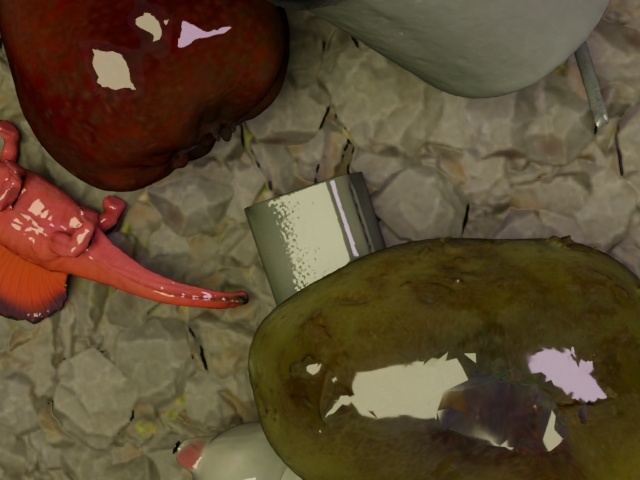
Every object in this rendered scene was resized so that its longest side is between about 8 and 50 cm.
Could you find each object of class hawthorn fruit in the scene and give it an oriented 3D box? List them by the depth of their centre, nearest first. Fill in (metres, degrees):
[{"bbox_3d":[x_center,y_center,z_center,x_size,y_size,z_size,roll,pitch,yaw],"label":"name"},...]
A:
[{"bbox_3d":[-0.146,-0.166,1.283,0.208,0.208,0.248,-38,93,14],"label":"hawthorn fruit"}]

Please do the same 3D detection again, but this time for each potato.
[{"bbox_3d":[0.104,0.099,1.221,0.307,0.173,0.210,3,96,-2],"label":"potato"}]

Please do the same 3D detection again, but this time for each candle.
[{"bbox_3d":[0.073,-0.223,1.193,0.221,0.342,0.221,-17,62,36],"label":"candle"}]

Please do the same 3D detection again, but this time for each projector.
[{"bbox_3d":[0.000,0.000,1.323,0.083,0.083,0.082,-18,90,15],"label":"projector"}]

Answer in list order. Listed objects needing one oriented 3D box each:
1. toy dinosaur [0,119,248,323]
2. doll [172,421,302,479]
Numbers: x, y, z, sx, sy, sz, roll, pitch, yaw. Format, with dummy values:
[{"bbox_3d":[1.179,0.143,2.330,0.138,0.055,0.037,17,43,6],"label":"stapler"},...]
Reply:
[{"bbox_3d":[-0.206,0.022,1.396,0.286,0.070,0.139,33,112,6],"label":"toy dinosaur"},{"bbox_3d":[-0.009,0.189,1.333,0.180,0.107,0.110,11,119,19],"label":"doll"}]
